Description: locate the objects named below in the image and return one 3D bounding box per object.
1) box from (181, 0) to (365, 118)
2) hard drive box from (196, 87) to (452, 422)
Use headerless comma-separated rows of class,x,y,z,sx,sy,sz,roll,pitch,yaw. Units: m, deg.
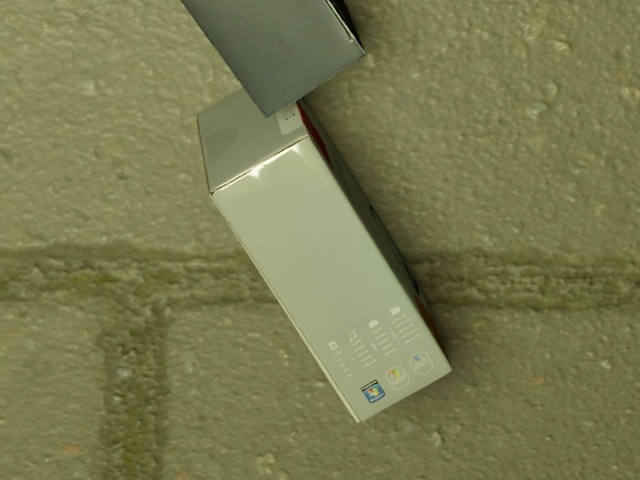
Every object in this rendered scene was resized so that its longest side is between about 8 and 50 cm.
box,-0.052,-0.198,1.408,0.093,0.158,0.156,-33,112,8
hard drive box,0.000,0.000,1.486,0.089,0.181,0.232,-30,114,6
